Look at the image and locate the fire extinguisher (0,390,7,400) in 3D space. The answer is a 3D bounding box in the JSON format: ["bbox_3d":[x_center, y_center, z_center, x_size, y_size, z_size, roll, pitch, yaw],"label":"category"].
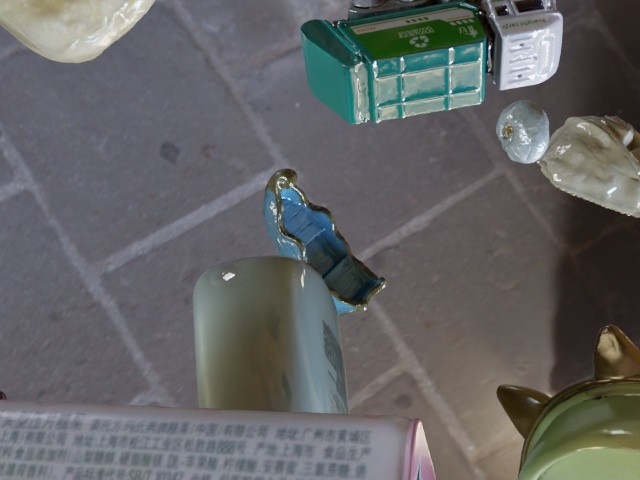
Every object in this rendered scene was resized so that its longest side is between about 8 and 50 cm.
[{"bbox_3d":[-0.375,0.228,1.269,0.049,0.035,0.173,26,34,-39],"label":"fire extinguisher"}]

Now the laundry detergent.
[{"bbox_3d":[-0.026,0.238,0.918,0.125,0.264,0.397,-9,60,3],"label":"laundry detergent"}]

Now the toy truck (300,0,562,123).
[{"bbox_3d":[0.109,-0.194,1.069,0.254,0.114,0.124,-9,49,-1],"label":"toy truck"}]

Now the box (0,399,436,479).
[{"bbox_3d":[-0.113,0.182,0.687,0.370,0.190,0.112,-2,53,14],"label":"box"}]

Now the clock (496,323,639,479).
[{"bbox_3d":[0.293,0.242,0.903,0.348,0.286,0.117,50,44,2],"label":"clock"}]

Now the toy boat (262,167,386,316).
[{"bbox_3d":[0.000,0.000,1.244,0.185,0.077,0.075,50,45,-2],"label":"toy boat"}]

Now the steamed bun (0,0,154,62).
[{"bbox_3d":[-0.170,-0.209,0.713,0.172,0.155,0.141,45,95,-7],"label":"steamed bun"}]

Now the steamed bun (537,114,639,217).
[{"bbox_3d":[0.467,-0.133,1.779,0.218,0.211,0.144,22,100,2],"label":"steamed bun"}]

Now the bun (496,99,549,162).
[{"bbox_3d":[0.241,-0.131,1.307,0.045,0.083,0.083,-4,74,-19],"label":"bun"}]
